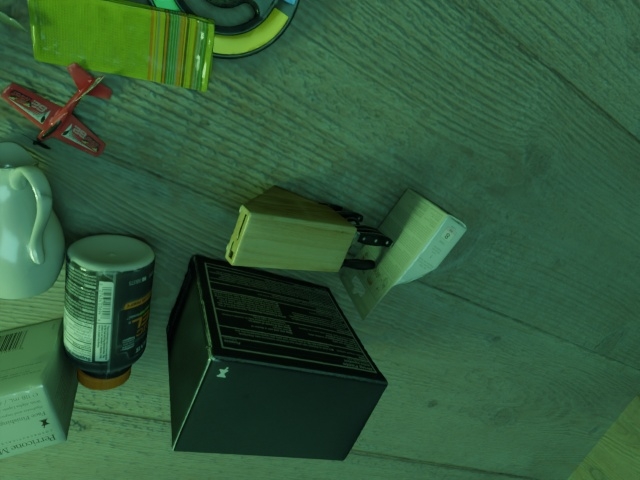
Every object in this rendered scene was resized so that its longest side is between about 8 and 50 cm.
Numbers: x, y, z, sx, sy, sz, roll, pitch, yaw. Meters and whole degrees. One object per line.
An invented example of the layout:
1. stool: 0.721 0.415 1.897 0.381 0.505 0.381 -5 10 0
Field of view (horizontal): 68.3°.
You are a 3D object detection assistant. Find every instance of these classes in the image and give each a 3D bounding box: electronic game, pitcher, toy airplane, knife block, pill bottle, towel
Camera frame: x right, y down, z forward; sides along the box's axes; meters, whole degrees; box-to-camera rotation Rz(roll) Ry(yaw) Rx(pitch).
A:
1. electronic game: -0.135 -0.376 0.662 0.229 0.048 0.230 -8 118 -16
2. pitcher: -0.421 -0.018 0.661 0.125 0.177 0.207 -20 123 -47
3. toy airplane: -0.363 -0.190 0.675 0.151 0.028 0.151 -17 137 -17
4. knife block: 0.000 0.000 0.791 0.241 0.276 0.088 22 108 3
5. pill bottle: -0.351 0.124 0.780 0.130 0.130 0.246 5 114 -22
6. towel: -0.269 -0.275 0.652 0.236 0.021 0.102 6 123 -14

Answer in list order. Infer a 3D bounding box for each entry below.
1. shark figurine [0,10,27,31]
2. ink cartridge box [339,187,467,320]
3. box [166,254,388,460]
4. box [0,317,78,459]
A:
1. shark figurine: -0.524 -0.218 0.587 0.278 0.166 0.116 -48 148 -13
2. ink cartridge box: 0.144 0.026 0.879 0.066 0.189 0.233 29 102 -20
3. box: -0.095 0.197 0.813 0.296 0.294 0.183 16 108 -25
4. box: -0.499 0.237 0.749 0.180 0.182 0.119 -12 118 -15
